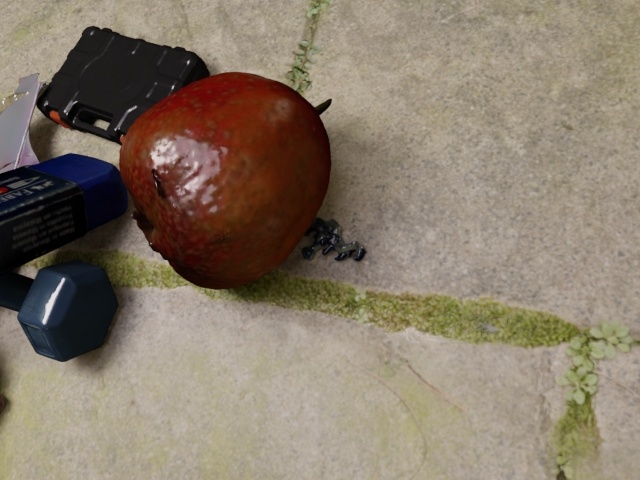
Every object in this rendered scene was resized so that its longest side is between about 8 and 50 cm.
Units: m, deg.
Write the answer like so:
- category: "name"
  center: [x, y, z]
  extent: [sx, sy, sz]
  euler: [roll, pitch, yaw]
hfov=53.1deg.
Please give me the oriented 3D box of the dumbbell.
- category: "dumbbell"
  center: [-0.484, 0.081, 1.017]
  extent: [0.317, 0.156, 0.143]
  euler: [13, 103, 22]

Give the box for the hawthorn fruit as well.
- category: "hawthorn fruit"
  center: [-0.109, -0.107, 0.924]
  extent: [0.285, 0.284, 0.369]
  euler: [32, 62, 26]

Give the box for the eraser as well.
- category: "eraser"
  center: [-0.454, -0.040, 0.974]
  extent: [0.155, 0.101, 0.332]
  euler: [15, 30, 25]

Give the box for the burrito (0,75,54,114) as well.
- category: "burrito"
  center: [-0.581, -0.282, 1.257]
  extent: [0.186, 0.041, 0.045]
  euler: [-14, 23, 12]

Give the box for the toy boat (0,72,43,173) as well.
- category: "toy boat"
  center: [-0.588, -0.145, 1.160]
  extent: [0.219, 0.072, 0.318]
  euler: [-15, 74, 21]

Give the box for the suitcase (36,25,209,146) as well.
- category: "suitcase"
  center: [-0.364, -0.278, 1.172]
  extent: [0.286, 0.066, 0.206]
  euler: [21, 76, 24]

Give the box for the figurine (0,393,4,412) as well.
- category: "figurine"
  center: [-0.654, 0.268, 0.896]
  extent: [0.211, 0.253, 0.361]
  euler: [-27, 17, 35]

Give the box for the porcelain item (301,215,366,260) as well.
- category: "porcelain item"
  center: [0.000, 0.000, 0.970]
  extent: [0.075, 0.021, 0.136]
  euler: [-46, 63, 0]
